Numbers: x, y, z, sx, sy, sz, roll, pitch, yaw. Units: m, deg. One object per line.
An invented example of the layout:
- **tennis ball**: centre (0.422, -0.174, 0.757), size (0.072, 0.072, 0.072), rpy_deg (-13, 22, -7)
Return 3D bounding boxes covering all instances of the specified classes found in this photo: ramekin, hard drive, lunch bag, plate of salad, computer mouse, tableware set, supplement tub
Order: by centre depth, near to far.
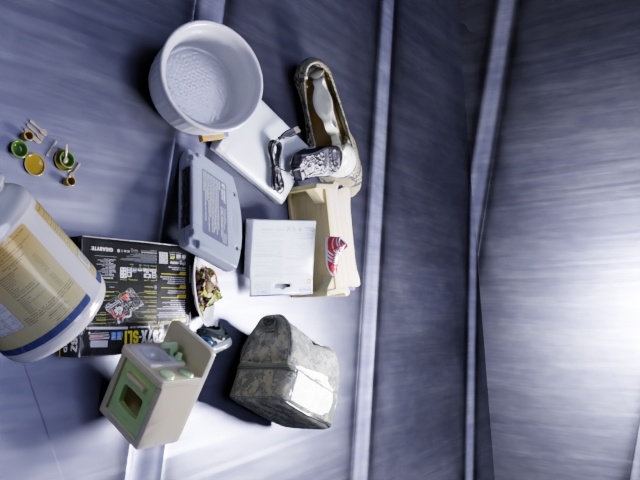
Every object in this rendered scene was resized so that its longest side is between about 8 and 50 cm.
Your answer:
- **supplement tub**: centre (-0.569, 0.040, 1.202), size (0.316, 0.228, 0.228), rpy_deg (59, 41, -31)
- **tableware set**: centre (-0.576, -0.174, 1.408), size (0.154, 0.024, 0.104), rpy_deg (50, 47, -39)
- **ramekin**: centre (-0.298, -0.400, 1.688), size (0.277, 0.135, 0.277), rpy_deg (3, 85, -34)
- **plate of salad**: centre (-0.286, 0.119, 1.697), size (0.200, 0.048, 0.200), rpy_deg (-6, 90, -86)
- **lunch bag**: centre (-0.082, 0.370, 1.871), size (0.305, 0.212, 0.256), rpy_deg (43, 52, -45)
- **hard drive**: centre (-0.167, -0.269, 1.954), size (0.307, 0.040, 0.203), rpy_deg (40, 73, -45)
- **computer mouse**: centre (-0.054, -0.264, 2.003), size (0.262, 0.060, 0.184), rpy_deg (-23, 123, -27)

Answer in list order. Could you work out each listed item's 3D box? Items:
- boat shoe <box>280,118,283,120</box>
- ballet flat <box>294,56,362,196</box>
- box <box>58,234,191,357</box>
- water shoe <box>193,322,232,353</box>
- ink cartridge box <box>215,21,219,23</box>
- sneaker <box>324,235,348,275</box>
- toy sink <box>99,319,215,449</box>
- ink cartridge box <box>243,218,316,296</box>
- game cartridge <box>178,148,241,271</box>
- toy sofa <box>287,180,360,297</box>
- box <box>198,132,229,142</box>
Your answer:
- **boat shoe**: centre (-0.136, -0.348, 2.042), size (0.170, 0.063, 0.059), rpy_deg (9, 83, -54)
- **ballet flat**: centre (0.025, -0.359, 2.175), size (0.182, 0.164, 0.483), rpy_deg (-119, -168, -79)
- **box**: centre (-0.434, 0.129, 1.519), size (0.322, 0.079, 0.257), rpy_deg (7, 81, -55)
- **water shoe**: centre (-0.311, 0.267, 1.698), size (0.203, 0.073, 0.080), rpy_deg (-15, 78, -61)
- **ink cartridge box**: centre (-0.284, -0.451, 1.839), size (0.206, 0.045, 0.208), rpy_deg (45, 68, -41)
- **sneaker**: centre (0.050, 0.045, 1.985), size (0.042, 0.067, 0.118), rpy_deg (-7, 91, -51)
- **toy sink**: centre (-0.358, 0.306, 1.448), size (0.131, 0.152, 0.234), rpy_deg (10, 109, -55)
- **ink cartridge box**: centre (-0.118, 0.049, 1.948), size (0.223, 0.045, 0.224), rpy_deg (1, 93, -35)
- **game cartridge**: centre (-0.284, -0.072, 1.726), size (0.198, 0.062, 0.297), rpy_deg (41, 35, -50)
- **toy sofa**: centre (0.000, 0.000, 2.104), size (0.177, 0.150, 0.363), rpy_deg (-5, 89, -52)
- **box**: centre (-0.297, -0.336, 1.783), size (0.081, 0.028, 0.136), rpy_deg (-15, 97, -34)
